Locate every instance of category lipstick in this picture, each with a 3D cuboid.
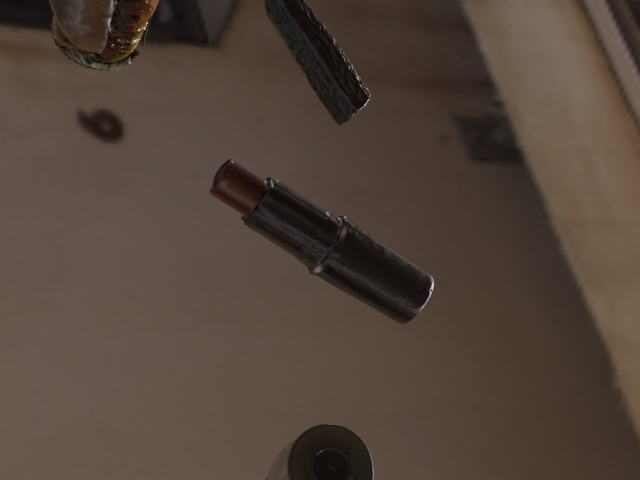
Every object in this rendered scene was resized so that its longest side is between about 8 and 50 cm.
[{"bbox_3d":[0.000,0.000,1.736,0.081,0.299,0.081,-52,-163,23],"label":"lipstick"}]

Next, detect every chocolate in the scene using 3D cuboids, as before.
[{"bbox_3d":[-0.280,-0.331,1.673,0.254,0.080,0.157,-103,-154,-48],"label":"chocolate"}]

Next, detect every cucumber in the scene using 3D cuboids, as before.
[{"bbox_3d":[-0.010,-0.296,2.251,0.241,0.074,0.074,56,-33,-7],"label":"cucumber"}]

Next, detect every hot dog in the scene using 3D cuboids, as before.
[{"bbox_3d":[-0.346,-0.375,2.329,0.270,0.162,0.082,118,-10,-49],"label":"hot dog"}]

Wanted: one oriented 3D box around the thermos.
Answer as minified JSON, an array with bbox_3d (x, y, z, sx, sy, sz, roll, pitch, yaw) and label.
[{"bbox_3d":[-0.001,0.298,1.771,0.193,0.137,0.105,132,-34,-63],"label":"thermos"}]
